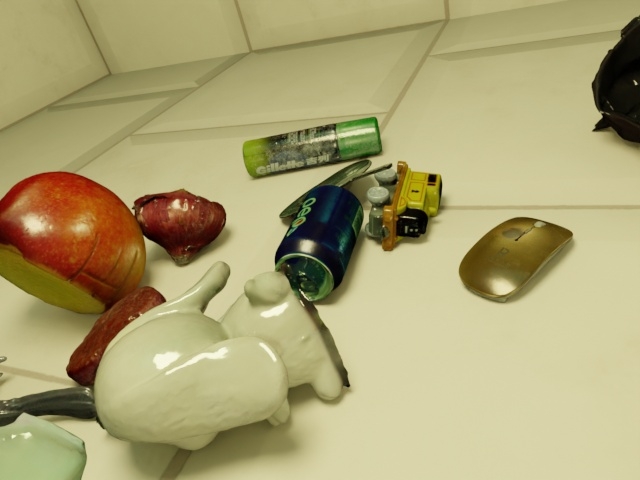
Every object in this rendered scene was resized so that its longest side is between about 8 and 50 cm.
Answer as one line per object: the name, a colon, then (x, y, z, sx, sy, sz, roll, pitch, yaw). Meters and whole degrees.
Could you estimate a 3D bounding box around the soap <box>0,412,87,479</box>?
soap: (-0.350, 0.254, 0.377, 0.262, 0.446, 0.156, 22, 46, -12)

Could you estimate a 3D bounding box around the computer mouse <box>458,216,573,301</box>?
computer mouse: (0.296, 0.016, 0.731, 0.199, 0.044, 0.102, -34, 40, -24)

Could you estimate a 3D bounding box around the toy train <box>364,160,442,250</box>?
toy train: (0.151, -0.066, 0.878, 0.127, 0.089, 0.219, 7, 37, 15)

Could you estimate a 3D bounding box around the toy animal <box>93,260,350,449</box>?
toy animal: (-0.119, 0.143, 0.600, 0.249, 0.174, 0.289, 13, 42, 38)

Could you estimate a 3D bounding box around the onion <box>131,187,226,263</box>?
onion: (-0.281, -0.028, 0.961, 0.184, 0.184, 0.146, -2, 78, 20)

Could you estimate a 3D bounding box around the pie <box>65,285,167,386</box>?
pie: (-0.316, 0.142, 0.748, 0.182, 0.049, 0.182, -33, 25, 17)

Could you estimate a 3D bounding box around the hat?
hat: (0.653, -0.240, 0.890, 0.238, 0.209, 0.336, -28, 48, 20)

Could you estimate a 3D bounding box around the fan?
fan: (0.013, -0.100, 0.960, 0.223, 0.012, 0.294, -31, 13, 1)

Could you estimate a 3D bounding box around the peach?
peach: (-0.443, -0.001, 0.834, 0.249, 0.274, 0.245, -9, 70, -3)

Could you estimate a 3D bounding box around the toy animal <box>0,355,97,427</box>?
toy animal: (-0.511, 0.248, 0.701, 0.367, 0.081, 0.206, -17, 28, -16)

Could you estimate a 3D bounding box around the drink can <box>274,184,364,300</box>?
drink can: (0.000, 0.000, 0.813, 0.118, 0.118, 0.204, -2, 35, 20)

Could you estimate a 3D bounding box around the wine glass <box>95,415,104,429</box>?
wine glass: (-0.242, 0.183, 0.700, 0.066, 0.066, 0.198, -3, 37, 19)

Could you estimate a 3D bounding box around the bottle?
bottle: (-0.020, -0.227, 1.178, 0.330, 0.093, 0.093, -9, 34, 11)
